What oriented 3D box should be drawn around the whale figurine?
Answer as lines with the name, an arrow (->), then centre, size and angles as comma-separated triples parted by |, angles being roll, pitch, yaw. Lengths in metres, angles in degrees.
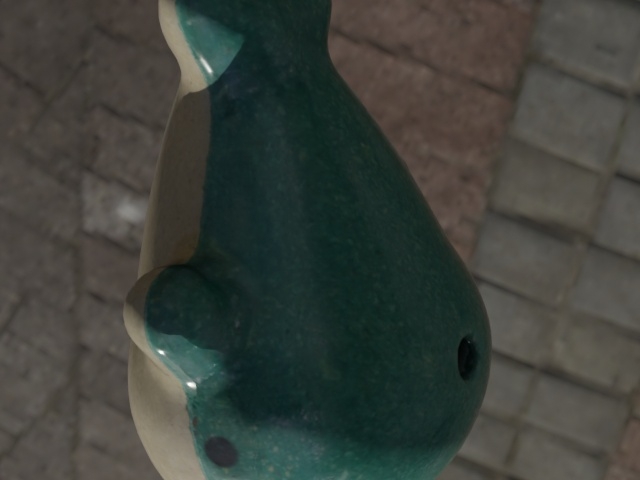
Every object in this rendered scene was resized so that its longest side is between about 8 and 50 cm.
whale figurine -> 0.000, 0.000, 0.889 | 0.141, 0.216, 0.272 | 6, 111, 29
